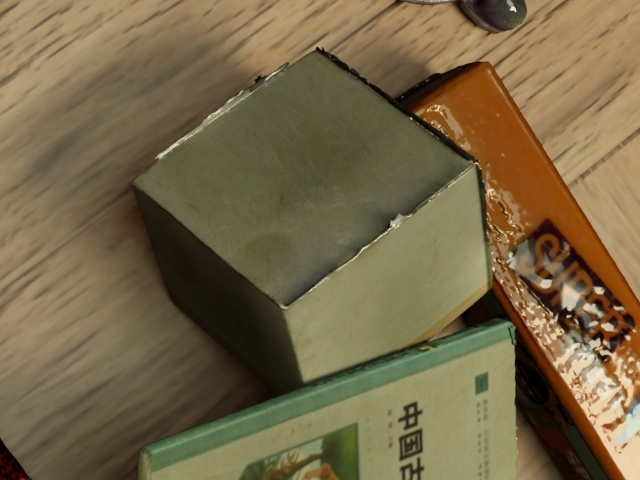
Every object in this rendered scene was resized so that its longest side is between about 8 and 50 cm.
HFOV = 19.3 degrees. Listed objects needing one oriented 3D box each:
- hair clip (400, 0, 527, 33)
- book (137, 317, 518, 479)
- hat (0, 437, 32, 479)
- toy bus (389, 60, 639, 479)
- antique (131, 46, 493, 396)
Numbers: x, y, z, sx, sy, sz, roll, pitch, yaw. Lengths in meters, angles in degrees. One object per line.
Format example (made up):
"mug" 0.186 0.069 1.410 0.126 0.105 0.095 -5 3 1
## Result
"hair clip" 0.051 -0.222 1.211 0.187 0.056 0.146 14 80 -26
"book" 0.012 0.174 1.080 0.283 0.025 0.214 -18 114 -40
"hat" -0.213 0.109 1.071 0.227 0.129 0.140 38 51 -30
"toy bus" 0.166 0.078 1.195 0.093 0.092 0.409 -35 95 -16
"antique" 0.000 0.000 1.103 0.152 0.148 0.147 -37 53 -20
